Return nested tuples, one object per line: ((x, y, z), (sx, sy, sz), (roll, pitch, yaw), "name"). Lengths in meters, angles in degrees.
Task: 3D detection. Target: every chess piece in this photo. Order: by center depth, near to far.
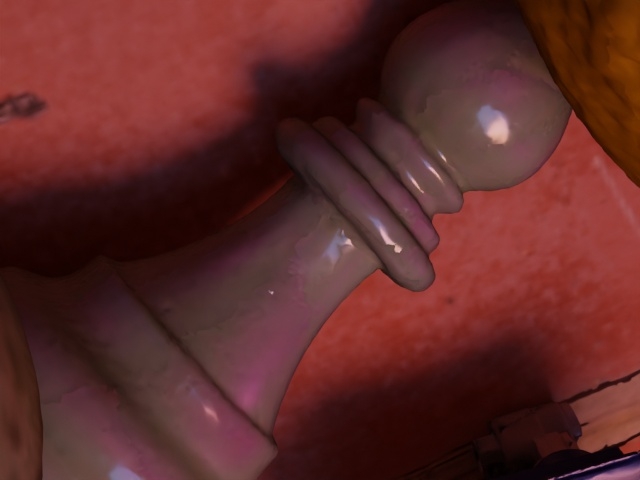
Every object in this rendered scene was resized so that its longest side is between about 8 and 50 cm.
((0.000, 0.000, 0.626), (0.271, 0.139, 0.139), (-41, 125, -4), "chess piece")

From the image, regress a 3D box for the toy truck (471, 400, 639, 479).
((0.092, 0.186, 0.709), (0.161, 0.177, 0.213), (-13, 104, -2), "toy truck")

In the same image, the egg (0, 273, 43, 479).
((-0.283, 0.082, 0.439), (0.428, 0.345, 0.345), (-14, 125, -23), "egg")

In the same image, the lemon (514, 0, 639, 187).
((0.172, -0.112, 0.523), (0.245, 0.245, 0.320), (-39, 119, 8), "lemon")
